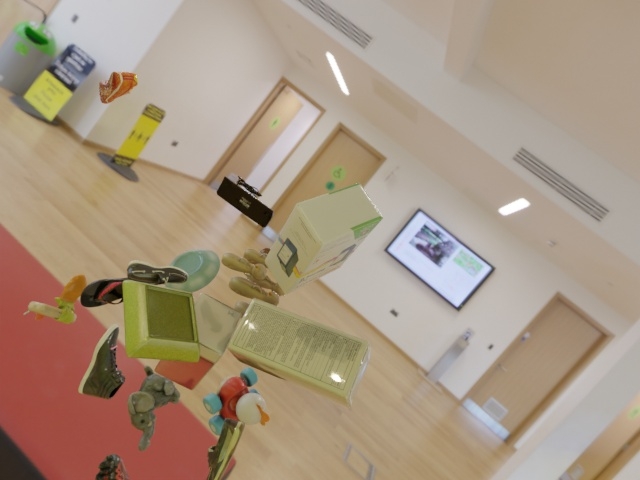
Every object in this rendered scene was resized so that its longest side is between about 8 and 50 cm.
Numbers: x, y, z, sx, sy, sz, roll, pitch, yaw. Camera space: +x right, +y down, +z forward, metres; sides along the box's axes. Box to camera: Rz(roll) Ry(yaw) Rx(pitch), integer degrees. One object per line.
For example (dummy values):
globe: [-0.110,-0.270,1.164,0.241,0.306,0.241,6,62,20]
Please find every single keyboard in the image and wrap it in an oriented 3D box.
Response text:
keyboard: [-0.223,-0.131,1.442,0.192,0.100,0.038,36,31,-3]

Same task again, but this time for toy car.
toy car: [-0.277,0.639,1.748,0.238,0.210,0.219,16,32,40]

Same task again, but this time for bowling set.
bowling set: [-0.148,0.098,1.304,0.154,0.200,0.287,20,-38,19]

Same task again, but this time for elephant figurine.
elephant figurine: [-0.676,0.644,1.792,0.186,0.239,0.169,8,-54,35]

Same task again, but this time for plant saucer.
plant saucer: [-0.356,0.179,1.074,0.188,0.045,0.188,22,42,-48]
plant saucer: [-0.429,0.088,1.524,0.195,0.195,0.037,44,-23,41]

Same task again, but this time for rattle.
rattle: [-0.768,0.166,1.337,0.130,0.142,0.200,9,-10,-37]

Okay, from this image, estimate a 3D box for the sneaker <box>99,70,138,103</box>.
sneaker: [-0.534,-0.396,1.220,0.175,0.064,0.067,2,10,45]

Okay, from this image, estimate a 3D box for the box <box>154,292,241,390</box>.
box: [-0.336,0.278,1.267,0.127,0.232,0.148,31,39,-11]

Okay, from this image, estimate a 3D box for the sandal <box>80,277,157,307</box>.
sandal: [-0.480,0.121,1.101,0.040,0.179,0.067,-117,-163,-55]

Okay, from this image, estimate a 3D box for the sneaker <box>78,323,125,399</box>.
sneaker: [-0.819,0.486,1.827,0.147,0.295,0.104,22,-3,2]

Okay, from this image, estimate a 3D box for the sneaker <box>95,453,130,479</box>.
sneaker: [-0.637,0.820,1.485,0.135,0.098,0.276,9,67,-61]

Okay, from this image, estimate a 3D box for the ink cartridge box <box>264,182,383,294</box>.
ink cartridge box: [0.000,0.000,0.902,0.154,0.212,0.093,-23,73,-34]

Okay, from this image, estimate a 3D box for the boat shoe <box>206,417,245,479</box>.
boat shoe: [-0.298,0.632,1.377,0.073,0.223,0.080,26,0,6]

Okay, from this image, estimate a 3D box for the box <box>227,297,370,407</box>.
box: [-0.047,0.270,1.121,0.311,0.148,0.121,19,-27,17]

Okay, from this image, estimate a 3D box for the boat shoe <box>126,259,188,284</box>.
boat shoe: [-0.342,0.075,0.978,0.125,0.046,0.038,18,37,-28]
